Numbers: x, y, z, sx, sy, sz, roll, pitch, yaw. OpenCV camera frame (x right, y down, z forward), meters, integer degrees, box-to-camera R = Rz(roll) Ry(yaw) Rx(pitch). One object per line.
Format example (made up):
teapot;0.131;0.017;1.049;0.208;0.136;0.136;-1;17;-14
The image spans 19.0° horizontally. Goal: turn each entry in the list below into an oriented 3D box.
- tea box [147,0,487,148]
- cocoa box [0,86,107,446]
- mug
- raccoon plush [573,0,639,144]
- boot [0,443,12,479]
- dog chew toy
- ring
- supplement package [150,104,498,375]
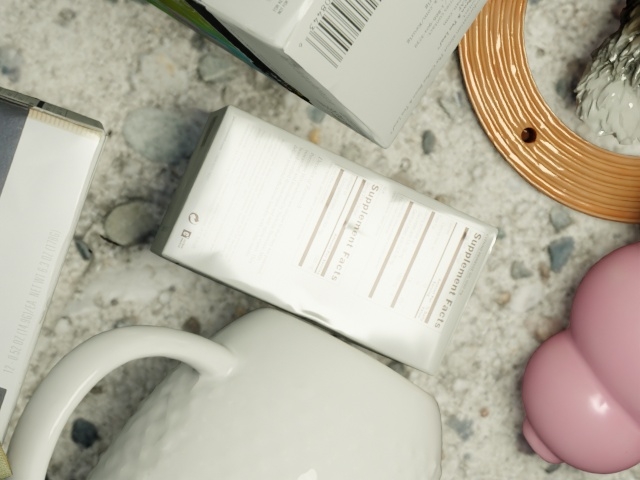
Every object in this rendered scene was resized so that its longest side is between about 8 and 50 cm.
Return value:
tea box;-0.013;-0.308;1.456;0.323;0.220;0.329;33;88;29
cocoa box;-0.329;0.035;1.495;0.228;0.231;0.347;19;92;-9
mug;-0.086;0.211;1.496;0.374;0.276;0.328;35;81;-36
raccoon plush;0.309;-0.300;1.468;0.299;0.216;0.446;31;88;-46
boot;-0.323;0.101;1.344;0.165;0.077;0.213;-22;102;-4
dog chew toy;0.305;0.071;1.600;0.332;0.206;0.206;-41;98;16
ring;0.281;-0.182;1.664;0.337;0.032;0.336;0;93;-7
supplement package;0.000;0.000;1.583;0.244;0.139;0.134;24;87;-10
